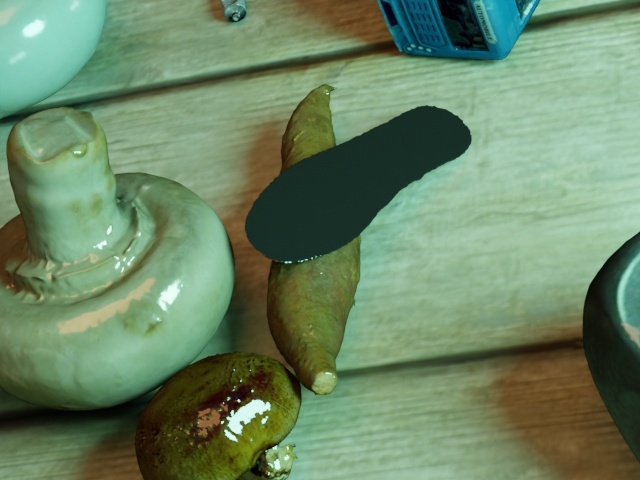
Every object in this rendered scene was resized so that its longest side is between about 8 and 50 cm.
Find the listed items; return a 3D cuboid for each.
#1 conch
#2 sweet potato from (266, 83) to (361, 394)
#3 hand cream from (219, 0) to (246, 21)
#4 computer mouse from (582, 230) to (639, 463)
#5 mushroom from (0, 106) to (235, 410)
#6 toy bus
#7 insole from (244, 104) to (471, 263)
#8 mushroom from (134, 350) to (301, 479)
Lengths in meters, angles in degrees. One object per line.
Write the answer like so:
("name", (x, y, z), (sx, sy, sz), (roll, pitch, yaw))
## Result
("conch", (-0.269, -0.194, 1.544), (0.185, 0.121, 0.221), (0, 44, 28))
("sweet potato", (0.000, 0.000, 1.302), (0.066, 0.072, 0.314), (-31, 36, 32))
("hand cream", (-0.080, -0.225, 1.561), (0.030, 0.019, 0.093), (-20, 44, 5))
("computer mouse", (0.315, 0.119, 1.027), (0.203, 0.114, 0.374), (-37, 55, -13))
("mushroom", (-0.165, 0.024, 1.264), (0.206, 0.209, 0.206), (-1, 65, 2))
("toy bus", (0.141, -0.267, 1.434), (0.134, 0.113, 0.246), (13, 57, 32))
("insole", (0.029, -0.046, 1.306), (0.080, 0.003, 0.232), (38, 49, 21))
("mushroom", (-0.071, 0.130, 1.217), (0.127, 0.087, 0.127), (-23, 22, 10))
